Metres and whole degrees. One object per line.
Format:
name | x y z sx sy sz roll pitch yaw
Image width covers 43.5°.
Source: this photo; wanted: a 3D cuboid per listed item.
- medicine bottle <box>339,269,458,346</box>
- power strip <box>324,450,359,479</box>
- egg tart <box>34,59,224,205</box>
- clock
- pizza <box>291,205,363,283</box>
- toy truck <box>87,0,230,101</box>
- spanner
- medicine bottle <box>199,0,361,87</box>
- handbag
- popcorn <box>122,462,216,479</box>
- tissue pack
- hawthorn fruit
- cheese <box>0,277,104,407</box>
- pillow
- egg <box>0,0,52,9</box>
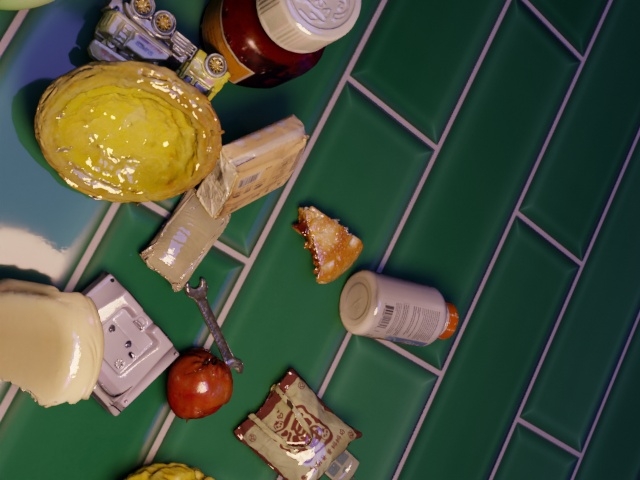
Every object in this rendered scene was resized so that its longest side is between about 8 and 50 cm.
medicine bottle | 0.200 0.173 1.959 0.289 0.157 0.157 15 87 -32
power strip | 0.019 0.524 1.958 0.227 0.029 0.080 47 71 -27
egg tart | -0.358 -0.216 1.529 0.345 0.132 0.345 -3 132 -4
clock | -0.423 0.209 1.616 0.186 0.083 0.253 -45 116 -21
pizza | 0.000 -0.001 1.869 0.154 0.069 0.194 -41 108 -22
toy truck | -0.326 -0.356 1.589 0.272 0.124 0.157 36 76 -30
spanner | -0.233 0.196 1.773 0.054 0.015 0.254 -31 111 -26
medicine bottle | -0.071 -0.436 1.590 0.242 0.395 0.242 -1 91 -30
handbag | -0.051 0.444 1.832 0.235 0.127 0.213 45 73 -4
popcorn | -0.304 0.569 1.645 0.235 0.242 0.250 -28 122 -10
tissue pack | -0.139 -0.155 1.679 0.222 0.186 0.090 -34 77 -38
hawthorn fruit | -0.262 0.318 1.702 0.148 0.148 0.172 16 109 -32
cheese | -0.530 0.192 1.463 0.266 0.127 0.233 12 84 7
pillow | -0.284 -0.004 1.696 0.119 0.053 0.208 42 72 -25
egg | -0.535 -0.512 1.384 0.270 0.220 0.220 -18 105 -30
